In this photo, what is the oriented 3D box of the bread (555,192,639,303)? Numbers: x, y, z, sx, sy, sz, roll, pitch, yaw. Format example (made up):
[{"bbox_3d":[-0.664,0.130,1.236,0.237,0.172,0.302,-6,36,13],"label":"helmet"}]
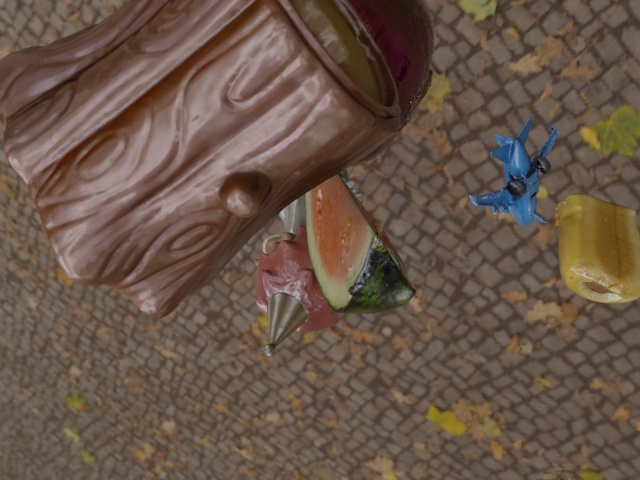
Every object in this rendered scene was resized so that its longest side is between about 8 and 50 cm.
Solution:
[{"bbox_3d":[0.425,0.016,1.221,0.134,0.173,0.085,19,144,-7],"label":"bread"}]

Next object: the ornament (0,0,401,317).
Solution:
[{"bbox_3d":[-0.079,-0.100,0.560,0.217,0.235,0.221,-33,102,22],"label":"ornament"}]

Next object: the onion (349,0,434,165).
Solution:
[{"bbox_3d":[0.036,-0.289,1.171,0.281,0.337,0.260,31,138,6],"label":"onion"}]

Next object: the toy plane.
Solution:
[{"bbox_3d":[0.425,-0.124,1.683,0.105,0.254,0.271,32,157,47],"label":"toy plane"}]

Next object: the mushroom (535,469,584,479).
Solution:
[{"bbox_3d":[0.470,0.521,1.583,0.148,0.148,0.112,-15,100,37],"label":"mushroom"}]

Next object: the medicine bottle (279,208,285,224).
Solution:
[{"bbox_3d":[0.000,0.000,1.392,0.221,0.092,0.061,56,173,17],"label":"medicine bottle"}]

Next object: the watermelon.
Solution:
[{"bbox_3d":[0.027,-0.002,0.691,0.063,0.245,0.119,-11,109,-7],"label":"watermelon"}]

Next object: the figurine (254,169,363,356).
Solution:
[{"bbox_3d":[-0.029,0.033,1.217,0.166,0.387,0.207,-2,138,20],"label":"figurine"}]
